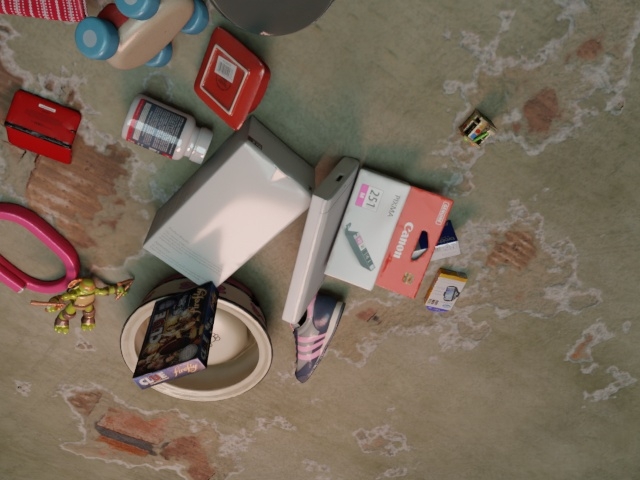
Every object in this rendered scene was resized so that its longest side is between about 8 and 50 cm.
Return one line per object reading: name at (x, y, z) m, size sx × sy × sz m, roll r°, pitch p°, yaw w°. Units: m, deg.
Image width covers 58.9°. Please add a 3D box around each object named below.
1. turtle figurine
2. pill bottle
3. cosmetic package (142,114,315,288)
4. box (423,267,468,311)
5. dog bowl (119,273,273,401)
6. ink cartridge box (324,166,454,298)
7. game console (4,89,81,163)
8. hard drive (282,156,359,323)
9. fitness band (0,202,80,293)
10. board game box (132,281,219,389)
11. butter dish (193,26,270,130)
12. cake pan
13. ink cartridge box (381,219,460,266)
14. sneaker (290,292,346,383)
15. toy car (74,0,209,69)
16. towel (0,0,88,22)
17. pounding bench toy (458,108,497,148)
turtle figurine at (-0.650, 0.164, 1.511) m, size 0.269 × 0.087 × 0.217 m, roll -16°, pitch 152°, yaw -45°
pill bottle at (-0.335, -0.240, 1.252) m, size 0.180 × 0.108 × 0.108 m, roll 22°, pitch 122°, yaw -15°
cosmetic package at (-0.213, -0.078, 1.343) m, size 0.385 × 0.156 × 0.217 m, roll -39°, pitch 118°, yaw 22°
box at (0.346, 0.143, 1.585) m, size 0.081 × 0.028 × 0.136 m, roll 13°, pitch 126°, yaw -10°
dog bowl at (-0.333, 0.259, 1.577) m, size 0.407 × 0.150 × 0.408 m, roll -1°, pitch 124°, yaw -1°
ink cartridge box at (0.164, -0.008, 1.369) m, size 0.238 × 0.060 × 0.275 m, roll 20°, pitch 103°, yaw 2°
game console at (-0.629, -0.256, 1.293) m, size 0.143 × 0.085 × 0.124 m, roll 20°, pitch 91°, yaw -15°
hard drive at (0.000, 0.000, 1.354) m, size 0.047 × 0.233 × 0.353 m, roll 22°, pitch 124°, yaw 9°
fitness band at (-0.767, 0.031, 1.467) m, size 0.208 × 0.054 × 0.291 m, roll -29°, pitch 122°, yaw 17°
board game box at (-0.327, 0.213, 1.306) m, size 0.165 × 0.243 × 0.042 m, roll -20°, pitch 125°, yaw 12°
butter dish at (-0.165, -0.339, 1.189) m, size 0.160 × 0.118 × 0.160 m, roll 44°, pitch 125°, yaw 20°
cake pan at (-0.091, -0.516, 1.067) m, size 0.292 × 0.054 × 0.293 m, roll -4°, pitch 135°, yaw -4°
ink cartridge box at (0.244, 0.015, 1.450) m, size 0.206 × 0.097 × 0.046 m, roll -14°, pitch 124°, yaw 8°
sneaker at (-0.036, 0.275, 1.636) m, size 0.131 × 0.112 × 0.319 m, roll 24°, pitch 120°, yaw 3°
toy car at (-0.374, -0.473, 1.068) m, size 0.210 × 0.219 × 0.238 m, roll -34°, pitch 90°, yaw 21°
towel at (-0.579, -0.521, 1.060) m, size 0.274 × 0.031 × 0.199 m, roll 10°, pitch 126°, yaw 10°
pounding bench toy at (0.356, -0.243, 1.279) m, size 0.052 × 0.083 × 0.065 m, roll 30°, pitch 119°, yaw -20°
